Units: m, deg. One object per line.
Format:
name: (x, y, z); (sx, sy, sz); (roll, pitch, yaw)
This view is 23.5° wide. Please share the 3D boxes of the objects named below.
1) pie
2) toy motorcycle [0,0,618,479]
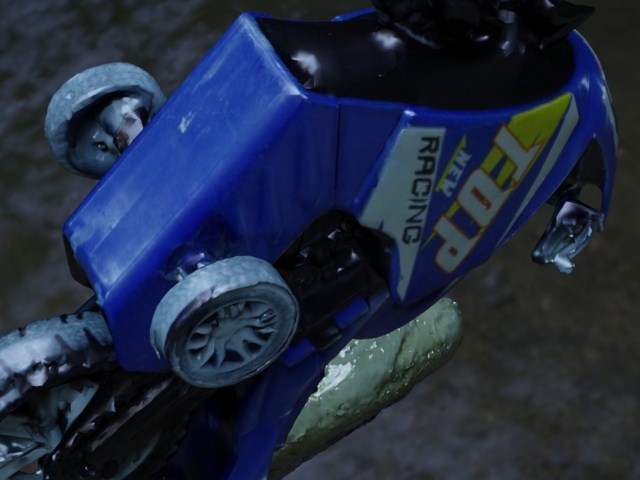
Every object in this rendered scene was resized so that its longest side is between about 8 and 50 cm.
pie: (0.008, 0.091, 0.864); (0.187, 0.041, 0.187); (-34, -9, -6)
toy motorcycle: (0.000, 0.000, 0.515); (0.315, 0.169, 0.113); (-48, 49, 17)
